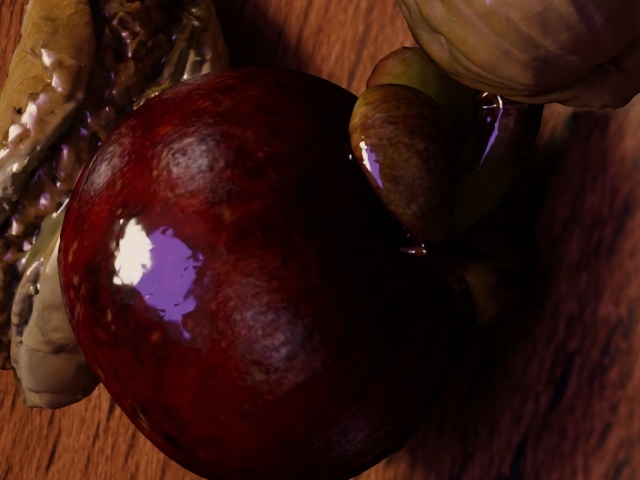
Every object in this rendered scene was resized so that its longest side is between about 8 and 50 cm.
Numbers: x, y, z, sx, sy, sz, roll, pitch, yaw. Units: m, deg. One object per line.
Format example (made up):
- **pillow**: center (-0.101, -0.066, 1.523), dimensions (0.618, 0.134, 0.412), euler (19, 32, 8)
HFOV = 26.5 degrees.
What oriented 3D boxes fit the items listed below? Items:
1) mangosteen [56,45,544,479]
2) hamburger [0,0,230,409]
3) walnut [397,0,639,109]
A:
- **mangosteen**: center (0.000, 0.000, 0.672), dimensions (0.257, 0.215, 0.215), euler (-36, 57, 10)
- **hamburger**: center (-0.153, -0.042, 0.867), dimensions (0.259, 0.145, 0.283), euler (-93, 24, -58)
- **walnut**: center (0.092, -0.147, 0.571), dimensions (0.155, 0.155, 0.184), euler (-40, 63, 44)
